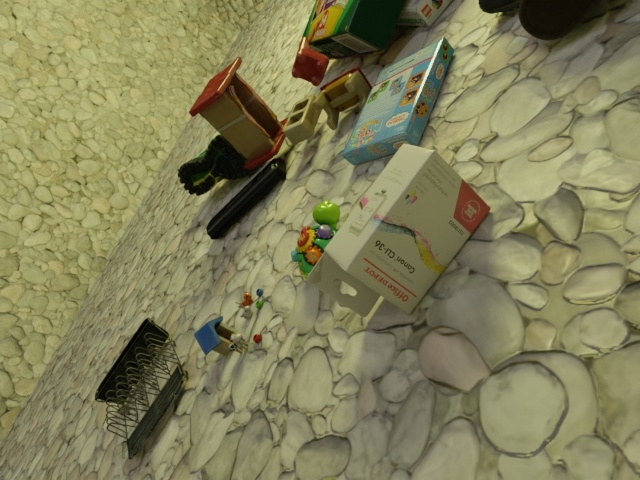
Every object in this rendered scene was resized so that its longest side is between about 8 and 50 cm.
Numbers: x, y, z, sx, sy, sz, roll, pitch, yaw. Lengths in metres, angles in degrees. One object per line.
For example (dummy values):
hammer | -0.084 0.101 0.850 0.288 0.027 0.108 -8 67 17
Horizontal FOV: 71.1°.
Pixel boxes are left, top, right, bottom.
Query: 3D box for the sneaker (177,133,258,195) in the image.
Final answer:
sneaker | -0.272 -0.251 1.312 0.343 0.134 0.146 -15 26 36

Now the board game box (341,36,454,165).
board game box | 0.134 -0.241 0.792 0.160 0.039 0.212 -6 54 54

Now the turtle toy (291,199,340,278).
turtle toy | 0.000 0.000 0.704 0.095 0.066 0.130 -5 55 54

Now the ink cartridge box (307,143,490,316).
ink cartridge box | 0.088 0.004 0.520 0.198 0.115 0.067 -54 29 3

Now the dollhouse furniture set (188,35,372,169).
dollhouse furniture set | -0.086 -0.328 0.998 0.374 0.201 0.152 -18 41 35

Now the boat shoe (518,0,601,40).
boat shoe | 0.354 -0.372 0.494 0.307 0.110 0.104 -36 15 50

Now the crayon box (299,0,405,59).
crayon box | 0.095 -0.601 1.044 0.313 0.106 0.363 -68 24 11

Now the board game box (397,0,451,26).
board game box | 0.226 -0.580 1.003 0.193 0.053 0.305 -49 29 11

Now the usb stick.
usb stick | -0.189 -0.101 1.115 0.278 0.045 0.077 -39 24 25

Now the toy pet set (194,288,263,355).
toy pet set | -0.163 0.144 0.794 0.114 0.065 0.122 -40 31 23

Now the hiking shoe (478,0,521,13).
hiking shoe | 0.320 -0.440 0.651 0.227 0.114 0.086 -32 35 34

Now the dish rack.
dish rack | -0.372 0.300 0.928 0.208 0.074 0.271 -58 29 -5
